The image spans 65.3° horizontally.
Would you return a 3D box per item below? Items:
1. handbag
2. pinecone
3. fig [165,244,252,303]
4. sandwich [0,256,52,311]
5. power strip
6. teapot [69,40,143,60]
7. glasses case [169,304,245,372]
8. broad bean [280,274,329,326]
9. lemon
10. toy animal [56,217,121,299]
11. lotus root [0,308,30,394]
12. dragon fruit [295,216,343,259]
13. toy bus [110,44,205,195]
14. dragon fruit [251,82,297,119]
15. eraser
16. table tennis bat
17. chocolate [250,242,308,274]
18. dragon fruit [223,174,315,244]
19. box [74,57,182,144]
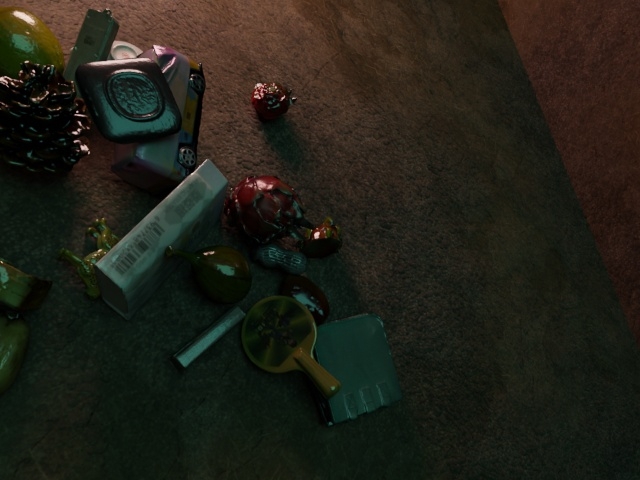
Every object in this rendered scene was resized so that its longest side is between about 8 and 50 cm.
[{"bbox_3d":[0.081,0.358,1.412,0.269,0.100,0.274,-10,75,-38],"label":"handbag"},{"bbox_3d":[-0.649,-0.271,1.152,0.244,0.257,0.243,25,53,-38],"label":"pinecone"},{"bbox_3d":[-0.295,0.073,1.251,0.259,0.151,0.151,21,58,-41],"label":"fig"},{"bbox_3d":[-0.688,0.057,1.000,0.251,0.226,0.087,30,71,-14],"label":"sandwich"},{"bbox_3d":[-0.608,-0.475,1.309,0.078,0.052,0.272,21,91,0],"label":"power strip"},{"bbox_3d":[-0.566,-0.488,1.394,0.246,0.116,0.159,17,72,-17],"label":"teapot"},{"bbox_3d":[-0.282,0.244,1.255,0.047,0.071,0.205,50,54,1],"label":"glasses case"},{"bbox_3d":[-0.046,0.168,1.422,0.165,0.084,0.114,42,36,-1],"label":"broad bean"},{"bbox_3d":[-0.734,-0.458,1.225,0.248,0.184,0.184,53,53,-12],"label":"lemon"},{"bbox_3d":[-0.532,0.037,1.204,0.136,0.073,0.181,46,41,-15],"label":"toy animal"},{"bbox_3d":[-0.665,0.242,0.993,0.125,0.118,0.220,25,58,-20],"label":"lotus root"},{"bbox_3d":[0.000,0.000,1.516,0.142,0.139,0.175,52,28,-30],"label":"dragon fruit"},{"bbox_3d":[-0.423,-0.327,1.307,0.162,0.171,0.386,26,61,-51],"label":"toy bus"},{"bbox_3d":[-0.161,-0.456,1.609,0.130,0.121,0.142,62,29,-2],"label":"dragon fruit"},{"bbox_3d":[-0.376,-0.008,1.234,0.082,0.213,0.396,32,55,3],"label":"eraser"},{"bbox_3d":[-0.071,0.283,1.307,0.198,0.050,0.321,-43,73,-11],"label":"table tennis bat"},{"bbox_3d":[-0.115,0.051,1.422,0.167,0.072,0.072,17,59,0],"label":"chocolate"},{"bbox_3d":[-0.144,-0.084,1.393,0.274,0.192,0.192,11,99,7],"label":"dragon fruit"},{"bbox_3d":[-0.447,-0.333,1.177,0.201,0.042,0.212,-22,87,-30],"label":"box"}]
